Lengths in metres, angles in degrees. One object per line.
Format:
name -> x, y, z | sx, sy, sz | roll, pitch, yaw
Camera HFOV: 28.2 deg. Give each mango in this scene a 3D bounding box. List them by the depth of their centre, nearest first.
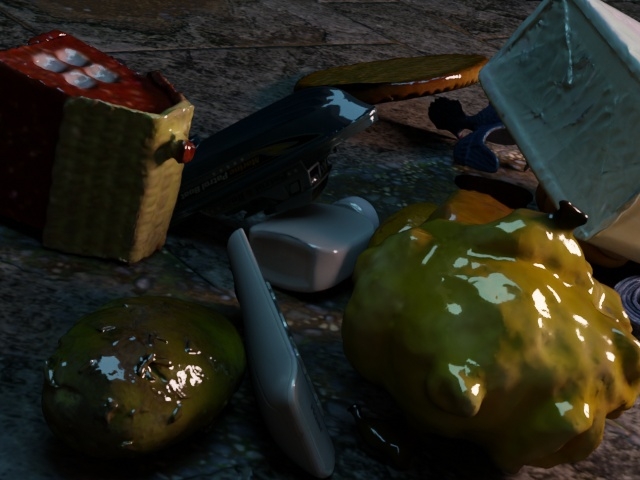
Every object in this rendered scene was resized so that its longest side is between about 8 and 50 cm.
mango -> 0.111, 0.015, 1.479 | 0.165, 0.089, 0.115 | -10, 76, -37

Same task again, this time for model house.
model house -> -0.257, -0.097, 1.430 | 0.254, 0.196, 0.160 | 26, 27, 24

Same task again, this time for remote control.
remote control -> -0.051, 0.104, 1.225 | 0.055, 0.109, 0.313 | -23, 29, -2

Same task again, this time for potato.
potato -> -0.149, 0.111, 1.124 | 0.149, 0.113, 0.251 | 28, 27, 18

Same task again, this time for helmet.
helmet -> 0.229, -0.045, 1.734 | 0.111, 0.057, 0.089 | 13, -12, 13

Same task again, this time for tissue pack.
tissue pack -> 0.440, -0.109, 1.618 | 0.404, 0.205, 0.332 | 20, 34, -39

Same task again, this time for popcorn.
popcorn -> 0.161, 0.068, 1.217 | 0.297, 0.281, 0.316 | 21, 32, -26

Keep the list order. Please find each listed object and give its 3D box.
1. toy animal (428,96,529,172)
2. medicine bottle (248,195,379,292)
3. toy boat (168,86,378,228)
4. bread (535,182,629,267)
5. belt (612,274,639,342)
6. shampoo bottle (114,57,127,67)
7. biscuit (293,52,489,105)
toy animal -> 0.273, -0.181, 1.951 | 0.176, 0.255, 0.239 | 34, 63, -10
medicine bottle -> 0.000, 0.000, 1.497 | 0.119, 0.069, 0.183 | 14, 23, 26
toy boat -> -0.061, -0.093, 1.491 | 0.296, 0.122, 0.114 | -21, 16, 24
bread -> 0.357, -0.029, 1.712 | 0.119, 0.084, 0.177 | 26, 22, -27
belt -> 0.398, 0.099, 1.470 | 0.141, 0.082, 0.190 | 19, 23, 25
shampoo bottle -> -0.295, -0.174, 1.725 | 0.098, 0.071, 0.309 | 6, 25, -19
biscuit -> 0.115, -0.258, 2.051 | 0.317, 0.040, 0.318 | -7, 15, 2
